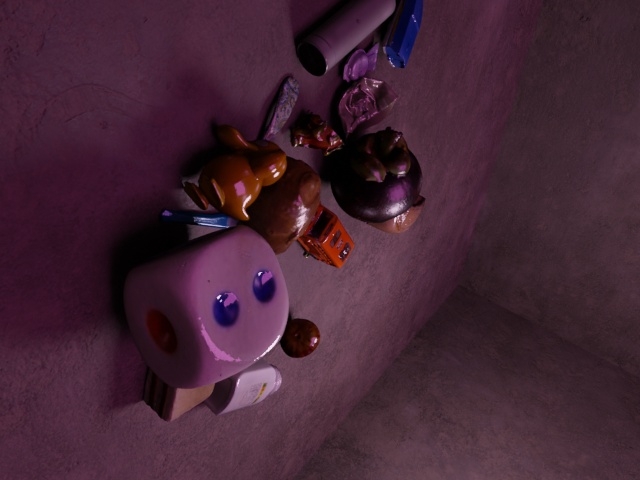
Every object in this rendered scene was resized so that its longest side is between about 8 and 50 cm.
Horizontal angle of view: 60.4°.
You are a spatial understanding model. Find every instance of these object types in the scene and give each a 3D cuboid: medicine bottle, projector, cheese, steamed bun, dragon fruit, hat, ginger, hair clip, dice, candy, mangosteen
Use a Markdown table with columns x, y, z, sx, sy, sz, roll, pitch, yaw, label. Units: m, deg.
| x | y | z | sx | sy | sz | roll | pitch | yaw | label |
| --- | --- | --- | --- | --- | --- | --- | --- | --- | --- |
| -0.265 | 0.512 | 1.961 | 0.179 | 0.124 | 0.324 | -61 | 152 | 9 | medicine bottle |
| 0.075 | -0.590 | 1.523 | 0.337 | 0.108 | 0.108 | -48 | 150 | -25 | projector |
| 0.126 | -0.552 | 1.722 | 0.191 | 0.042 | 0.105 | -37 | 146 | -41 | cheese |
| 0.256 | -0.131 | 2.155 | 0.301 | 0.251 | 0.199 | -20 | 146 | -56 | steamed bun |
| -0.015 | -0.317 | 1.634 | 0.174 | 0.138 | 0.142 | -21 | 99 | -12 | dragon fruit |
| 0.125 | -0.428 | 1.811 | 0.214 | 0.149 | 0.244 | -36 | -174 | -12 | hat |
| -0.116 | -0.106 | 1.542 | 0.270 | 0.200 | 0.223 | -57 | 155 | -10 | ginger |
| -0.116 | -0.340 | 1.502 | 0.066 | 0.036 | 0.229 | 24 | 94 | -57 | hair clip |
| -0.270 | 0.152 | 1.330 | 0.304 | 0.276 | 0.305 | -31 | 104 | -50 | dice |
| -0.384 | 0.340 | 1.572 | 0.179 | 0.135 | 0.321 | -18 | 130 | -52 | candy |
| 0.192 | -0.211 | 1.859 | 0.330 | 0.330 | 0.330 | -41 | 147 | -35 | mangosteen |

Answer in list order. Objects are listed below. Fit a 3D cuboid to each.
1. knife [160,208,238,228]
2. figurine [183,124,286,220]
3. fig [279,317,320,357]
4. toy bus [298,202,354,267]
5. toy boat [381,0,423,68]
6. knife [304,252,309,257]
| x | y | z | sx | sy | sz | roll | pitch | yaw | label |
| --- | --- | --- | --- | --- | --- | --- | --- | --- | --- |
| -0.308 | -0.058 | 1.447 | 0.296 | 0.026 | 0.044 | 7 | 107 | -59 | knife |
| -0.200 | -0.164 | 1.353 | 0.228 | 0.215 | 0.215 | -66 | 156 | -17 | figurine |
| -0.089 | 0.389 | 2.130 | 0.149 | 0.148 | 0.202 | -11 | 145 | -32 | fig |
| 0.003 | -0.028 | 1.883 | 0.143 | 0.153 | 0.329 | -57 | 152 | -11 | toy bus |
| 0.278 | -0.721 | 1.796 | 0.129 | 0.088 | 0.296 | 33 | 75 | -63 | toy boat |
| 0.000 | 0.000 | 2.051 | 0.184 | 0.026 | 0.022 | -46 | 110 | -24 | knife |
